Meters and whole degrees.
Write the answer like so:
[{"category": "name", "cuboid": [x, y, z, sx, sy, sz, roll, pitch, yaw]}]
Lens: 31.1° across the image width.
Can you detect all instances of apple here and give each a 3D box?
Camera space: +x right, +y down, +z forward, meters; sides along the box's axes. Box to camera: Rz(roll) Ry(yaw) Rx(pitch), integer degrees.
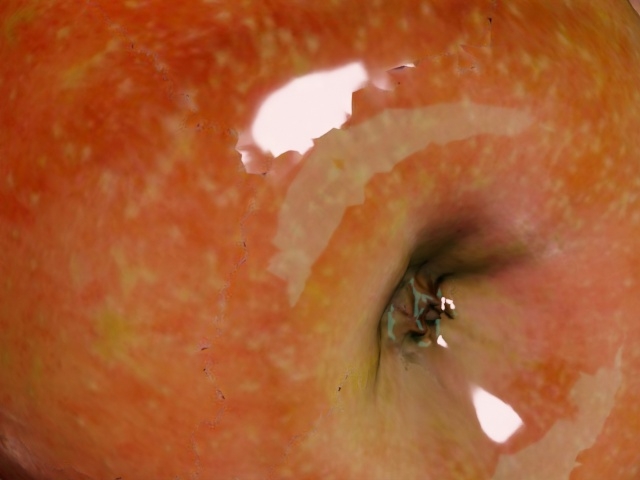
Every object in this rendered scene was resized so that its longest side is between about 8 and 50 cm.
[{"category": "apple", "cuboid": [0.000, 0.000, 0.461, 0.319, 0.277, 0.319, -2, 94, -30]}]
